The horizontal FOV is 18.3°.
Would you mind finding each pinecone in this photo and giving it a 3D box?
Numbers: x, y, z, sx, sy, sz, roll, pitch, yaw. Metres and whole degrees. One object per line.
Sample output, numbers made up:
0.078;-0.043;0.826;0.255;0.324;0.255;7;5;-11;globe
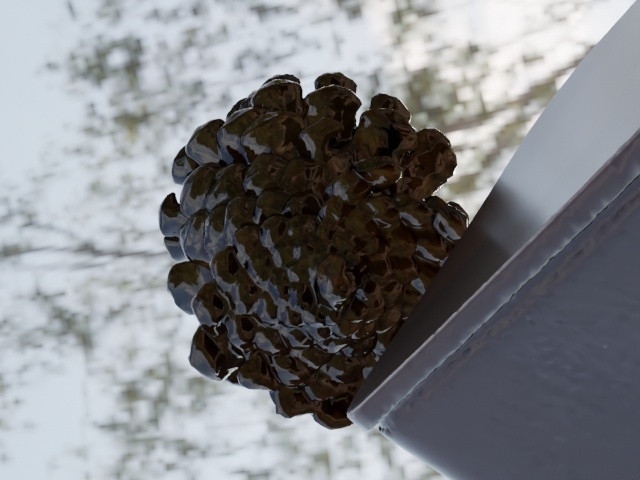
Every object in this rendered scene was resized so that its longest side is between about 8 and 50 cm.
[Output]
-0.001;0.000;1.084;0.150;0.179;0.195;32;-159;-55;pinecone

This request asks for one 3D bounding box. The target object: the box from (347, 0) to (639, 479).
0.205;-0.003;0.751;0.229;0.339;0.239;37;-126;0;box
